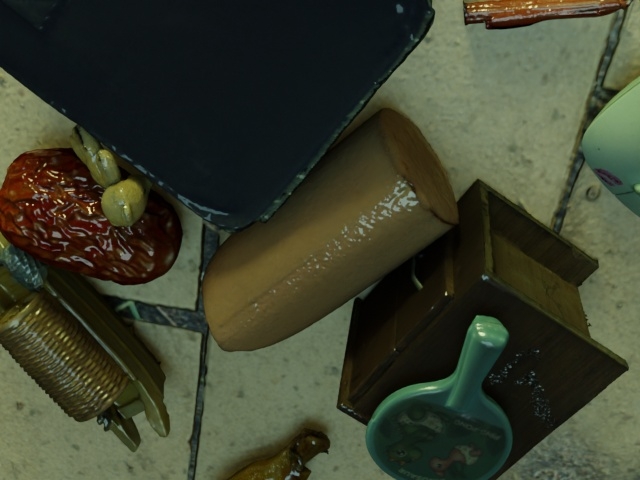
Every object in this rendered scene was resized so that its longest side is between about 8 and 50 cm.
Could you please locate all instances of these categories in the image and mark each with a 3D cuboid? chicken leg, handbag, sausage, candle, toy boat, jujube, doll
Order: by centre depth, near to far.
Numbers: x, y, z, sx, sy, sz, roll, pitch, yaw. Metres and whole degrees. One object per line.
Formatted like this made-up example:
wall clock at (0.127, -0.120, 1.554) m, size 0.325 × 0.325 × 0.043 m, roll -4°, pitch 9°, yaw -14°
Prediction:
handbag at (-0.102, -0.203, 0.675) m, size 0.329 × 0.122 × 0.303 m, roll 35°, pitch 129°, yaw -11°
candle at (0.203, -0.191, 0.711) m, size 0.167 × 0.021 × 0.026 m, roll -2°, pitch 101°, yaw 10°
doll at (-0.190, -0.055, 0.755) m, size 0.093 × 0.051 × 0.061 m, roll 39°, pitch 159°, yaw -10°
sausage at (0.000, 0.000, 0.797) m, size 0.253 × 0.123 × 0.123 m, roll -36°, pitch 110°, yaw 25°
jujube at (-0.220, -0.021, 0.830) m, size 0.176 × 0.109 × 0.112 m, roll 21°, pitch 158°, yaw -14°
toy boat at (-0.269, 0.101, 0.900) m, size 0.089 × 0.115 × 0.310 m, roll -26°, pitch 115°, yaw 23°
chicken leg at (-0.057, 0.301, 1.012) m, size 0.207 × 0.085 × 0.101 m, roll -47°, pitch 62°, yaw 21°

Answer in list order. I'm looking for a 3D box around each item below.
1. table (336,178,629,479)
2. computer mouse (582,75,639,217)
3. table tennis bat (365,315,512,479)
table at (0.141, 0.083, 0.800) m, size 0.172 × 0.169 × 0.193 m, roll 33°, pitch 121°, yaw -12°
computer mouse at (0.348, -0.097, 0.674) m, size 0.159 × 0.097 × 0.288 m, roll 40°, pitch 130°, yaw -14°
table tennis bat at (0.110, 0.142, 0.724) m, size 0.124 × 0.033 × 0.201 m, roll 14°, pitch 126°, yaw -3°
